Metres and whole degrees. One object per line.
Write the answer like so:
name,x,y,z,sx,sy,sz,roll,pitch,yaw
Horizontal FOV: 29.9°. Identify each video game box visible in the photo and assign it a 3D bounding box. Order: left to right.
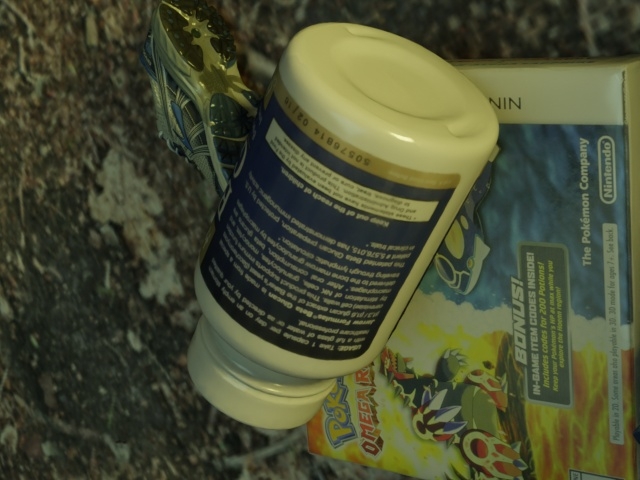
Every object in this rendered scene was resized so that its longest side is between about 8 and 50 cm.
video game box,0.068,0.016,0.564,0.187,0.048,0.205,5,107,40

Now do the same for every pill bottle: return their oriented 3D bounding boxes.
pill bottle,0.000,0.000,0.520,0.094,0.094,0.169,40,125,22

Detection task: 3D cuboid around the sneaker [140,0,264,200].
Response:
sneaker,-0.058,-0.062,0.644,0.058,0.052,0.135,-37,72,49

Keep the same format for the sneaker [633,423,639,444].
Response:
sneaker,0.221,0.061,0.407,0.232,0.081,0.090,13,68,45
